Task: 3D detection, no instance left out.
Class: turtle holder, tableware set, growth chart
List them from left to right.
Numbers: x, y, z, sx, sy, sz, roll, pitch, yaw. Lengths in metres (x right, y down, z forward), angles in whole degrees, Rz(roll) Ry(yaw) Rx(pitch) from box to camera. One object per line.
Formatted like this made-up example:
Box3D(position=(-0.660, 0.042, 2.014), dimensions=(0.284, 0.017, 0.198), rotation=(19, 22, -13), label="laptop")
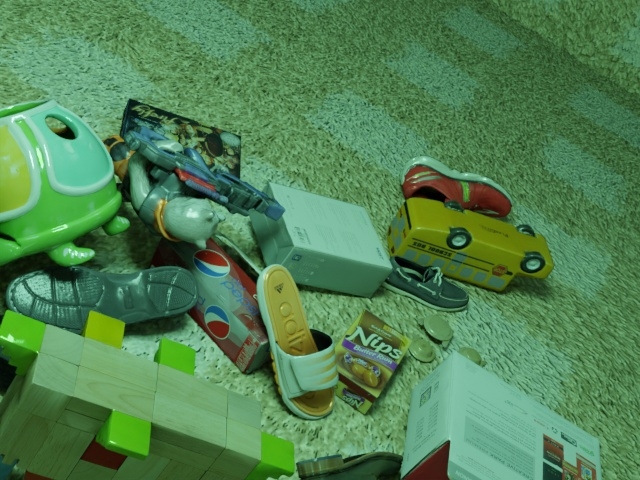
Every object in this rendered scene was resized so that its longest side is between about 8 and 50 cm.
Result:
Box3D(position=(-0.458, -0.078, 1.433), dimensions=(0.243, 0.227, 0.320), rotation=(8, 27, 45), label="turtle holder")
Box3D(position=(-0.108, 0.059, 1.668), dimensions=(0.237, 0.021, 0.172), rotation=(44, -3, 20), label="growth chart")
Box3D(position=(0.238, 0.213, 1.800), dimensions=(0.169, 0.020, 0.141), rotation=(41, 39, 14), label="tableware set")

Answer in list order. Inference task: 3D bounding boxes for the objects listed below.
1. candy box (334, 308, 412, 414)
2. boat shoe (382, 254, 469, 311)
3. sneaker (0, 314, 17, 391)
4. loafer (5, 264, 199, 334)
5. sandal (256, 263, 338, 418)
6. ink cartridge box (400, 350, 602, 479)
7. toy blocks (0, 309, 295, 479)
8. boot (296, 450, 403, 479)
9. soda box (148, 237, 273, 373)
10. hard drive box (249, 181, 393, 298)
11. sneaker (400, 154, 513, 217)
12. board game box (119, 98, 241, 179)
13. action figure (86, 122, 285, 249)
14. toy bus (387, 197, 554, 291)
Box3D(position=(0.077, 0.207, 1.665), dimensions=(0.109, 0.053, 0.186), rotation=(34, 34, 6), label="candy box")
Box3D(position=(0.215, 0.083, 1.903), dimensions=(0.206, 0.065, 0.075), rotation=(18, 36, -16), label="boat shoe")
Box3D(position=(-0.396, 0.175, 1.340), dimensions=(0.235, 0.084, 0.097), rotation=(35, 34, 8), label="sneaker")
Box3D(position=(-0.343, 0.097, 1.492), dimensions=(0.303, 0.095, 0.109), rotation=(-2, 76, -31), label="loafer")
Box3D(position=(-0.029, 0.165, 1.509), dimensions=(0.102, 0.076, 0.265), rotation=(-28, 105, -39), label="sandal")
Box3D(position=(0.290, 0.371, 1.512), dimensions=(0.309, 0.130, 0.271), rotation=(32, 35, -11), label="ink cartridge box")
Box3D(position=(-0.262, 0.268, 1.191), dimensions=(0.382, 0.261, 0.190), rotation=(24, 33, -21), label="toy blocks")
Box3D(position=(0.052, 0.378, 1.442), dimensions=(0.219, 0.082, 0.106), rotation=(8, 66, -44), label="boot")
Box3D(position=(-0.167, 0.096, 1.601), dimensions=(0.263, 0.083, 0.092), rotation=(45, 38, 20), label="soda box")
Box3D(position=(0.000, 0.000, 1.810), dimensions=(0.232, 0.089, 0.181), rotation=(13, 37, -33), label="hard drive box")
Box3D(position=(0.307, -0.092, 2.185), dimensions=(0.279, 0.107, 0.118), rotation=(17, 55, -12), label="sneaker")
Box3D(position=(-0.279, -0.186, 1.905), dimensions=(0.243, 0.042, 0.165), rotation=(17, 37, -18), label="board game box")
Box3D(position=(-0.241, -0.075, 1.615), dimensions=(0.341, 0.178, 0.330), rotation=(28, 8, -37), label="action figure")
Box3D(position=(0.318, 0.014, 2.006), dimensions=(0.333, 0.130, 0.108), rotation=(17, 36, -18), label="toy bus")
